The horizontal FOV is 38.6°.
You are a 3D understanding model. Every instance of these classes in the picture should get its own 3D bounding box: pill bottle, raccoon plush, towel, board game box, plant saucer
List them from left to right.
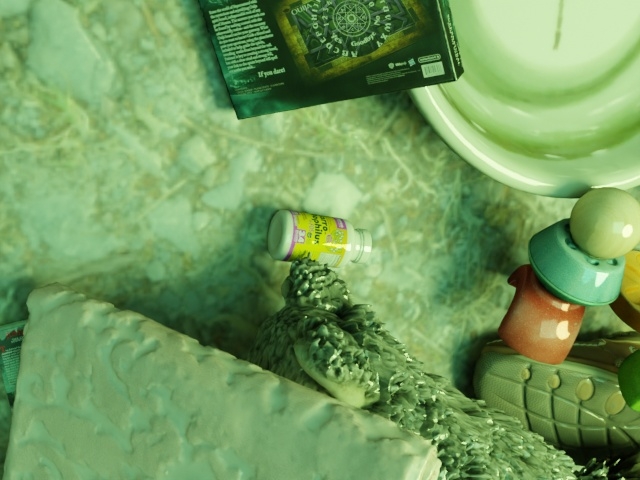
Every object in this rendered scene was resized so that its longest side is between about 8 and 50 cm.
[{"bbox_3d":[-0.104,0.227,0.663,0.053,0.331,0.317,-14,120,-64],"label":"towel"},{"bbox_3d":[0.000,0.000,0.777,0.083,0.043,0.043,8,102,-24],"label":"pill bottle"},{"bbox_3d":[0.002,-0.164,0.672,0.186,0.026,0.126,-5,115,27],"label":"board game box"},{"bbox_3d":[0.133,0.141,0.778,0.446,0.216,0.299,-15,112,-22],"label":"raccoon plush"},{"bbox_3d":[0.215,-0.239,0.761,0.400,0.100,0.401,-6,107,-19],"label":"plant saucer"}]

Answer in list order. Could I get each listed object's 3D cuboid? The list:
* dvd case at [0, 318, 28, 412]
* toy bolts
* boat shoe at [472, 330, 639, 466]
[{"bbox_3d":[-0.211,0.116,0.745,0.087,0.013,0.120,-14,111,-17],"label":"dvd case"},{"bbox_3d":[0.290,0.030,0.805,0.228,0.218,0.158,22,131,-4],"label":"toy bolts"},{"bbox_3d":[0.303,0.152,0.907,0.324,0.116,0.123,16,127,-8],"label":"boat shoe"}]
